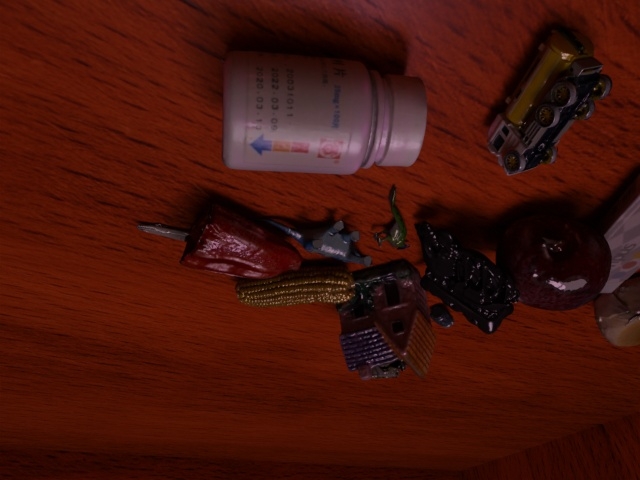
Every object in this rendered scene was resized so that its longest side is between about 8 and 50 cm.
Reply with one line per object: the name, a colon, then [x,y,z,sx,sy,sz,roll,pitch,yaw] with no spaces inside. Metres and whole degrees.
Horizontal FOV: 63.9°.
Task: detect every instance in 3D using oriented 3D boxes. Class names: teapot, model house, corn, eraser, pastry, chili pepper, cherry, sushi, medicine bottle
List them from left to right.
chili pepper: [-0.158,0.026,1.058,0.252,0.136,0.144,26,92,-30]
corn: [-0.061,0.111,1.234,0.291,0.101,0.101,-4,145,4]
medicine bottle: [0.000,-0.184,0.763,0.292,0.170,0.170,2,144,-10]
sushi: [0.194,0.349,1.574,0.139,0.131,0.291,-1,152,-10]
model house: [0.160,0.216,1.286,0.236,0.238,0.202,-15,145,12]
teapot: [0.345,0.224,1.487,0.063,0.049,0.083,-24,141,22]
cherry: [0.511,0.054,1.145,0.230,0.203,0.300,1,160,16]
eraser: [0.714,-0.007,1.197,0.212,0.082,0.397,0,144,-8]
pastry: [0.919,0.199,1.470,0.264,0.133,0.265,-5,144,-4]

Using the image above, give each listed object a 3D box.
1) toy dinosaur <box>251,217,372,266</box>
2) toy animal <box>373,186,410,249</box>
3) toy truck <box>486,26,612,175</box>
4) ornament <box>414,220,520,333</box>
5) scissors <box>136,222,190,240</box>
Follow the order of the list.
toy dinosaur: [0.025,0.003,1.104,0.328,0.077,0.144,19,170,-32]
toy animal: [0.147,-0.029,1.108,0.074,0.041,0.217,-28,141,-2]
toy truck: [0.359,-0.216,0.828,0.097,0.114,0.227,-16,150,-24]
ornament: [0.317,0.060,1.120,0.106,0.251,0.261,-44,149,-18]
scissors: [-0.244,0.002,1.111,0.299,0.022,0.109,14,136,-24]
